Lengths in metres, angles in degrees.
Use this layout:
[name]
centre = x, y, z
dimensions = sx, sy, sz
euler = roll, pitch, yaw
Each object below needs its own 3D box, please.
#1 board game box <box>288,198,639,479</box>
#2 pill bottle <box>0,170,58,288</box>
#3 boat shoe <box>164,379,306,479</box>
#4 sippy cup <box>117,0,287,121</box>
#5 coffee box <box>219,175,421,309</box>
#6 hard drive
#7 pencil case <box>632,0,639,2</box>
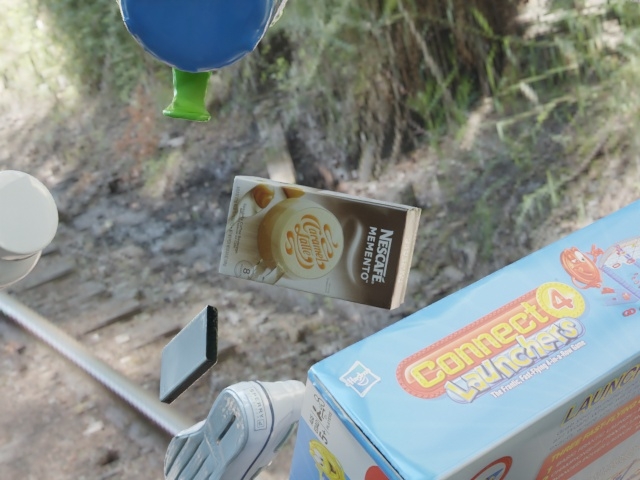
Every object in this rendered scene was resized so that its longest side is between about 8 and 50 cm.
[board game box]
centre = 0.120, 0.140, 0.656
dimensions = 0.308, 0.302, 0.086
euler = -23, 53, -30
[pill bottle]
centre = -0.543, 0.002, 1.605
dimensions = 0.319, 0.176, 0.176
euler = -22, 10, 43
[boat shoe]
centre = -0.076, 0.194, 0.944
dimensions = 0.076, 0.083, 0.226
euler = -7, -24, -32
[sippy cup]
centre = -0.140, -0.304, 1.197
dimensions = 0.240, 0.305, 0.224
euler = -26, 26, 9
[coffee box]
centre = 0.000, 0.000, 1.417
dimensions = 0.247, 0.141, 0.098
euler = 10, 5, 15
[hard drive]
centre = -0.190, 0.166, 1.492
dimensions = 0.135, 0.022, 0.094
euler = -43, 37, 38
[pencil case]
centre = 0.446, -0.355, 1.304
dimensions = 0.273, 0.124, 0.113
euler = 11, 58, 3
